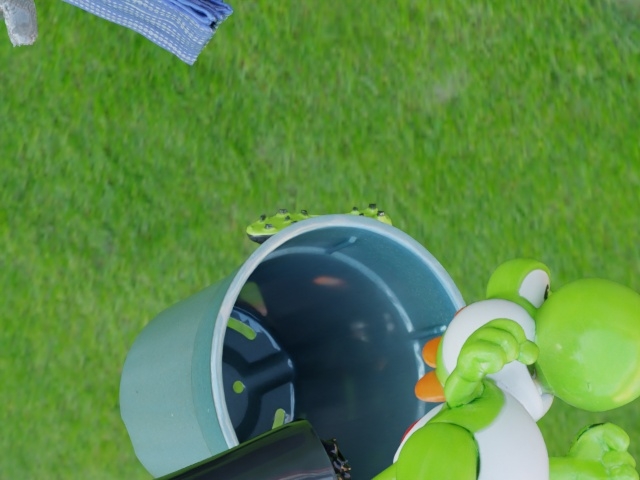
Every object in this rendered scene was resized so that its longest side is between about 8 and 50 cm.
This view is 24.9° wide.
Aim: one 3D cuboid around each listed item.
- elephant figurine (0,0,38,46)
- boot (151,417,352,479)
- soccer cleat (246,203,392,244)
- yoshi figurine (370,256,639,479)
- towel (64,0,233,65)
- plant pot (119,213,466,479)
[{"bbox_3d":[-0.372,-0.263,1.263,0.239,0.186,0.169,-4,110,-8],"label":"elephant figurine"},{"bbox_3d":[-0.088,0.183,0.687,0.207,0.094,0.246,-14,148,-20],"label":"boot"},{"bbox_3d":[0.000,0.000,1.727,0.178,0.060,0.072,-4,113,-14],"label":"soccer cleat"},{"bbox_3d":[0.169,0.144,1.138,0.203,0.362,0.204,23,137,1],"label":"yoshi figurine"},{"bbox_3d":[-0.223,-0.258,1.519,0.243,0.336,0.040,23,86,-9],"label":"towel"},{"bbox_3d":[-0.051,0.168,1.657,0.341,0.341,0.334,34,153,-23],"label":"plant pot"}]
